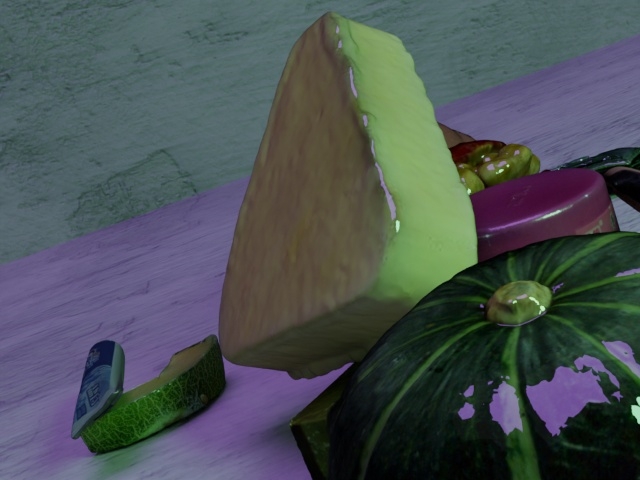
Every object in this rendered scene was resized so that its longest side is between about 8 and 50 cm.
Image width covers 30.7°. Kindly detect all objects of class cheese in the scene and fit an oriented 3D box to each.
[{"bbox_3d":[-0.001,-0.001,1.173,0.104,0.384,0.384,13,-1,-24],"label":"cheese"}]

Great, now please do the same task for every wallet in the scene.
[{"bbox_3d":[0.377,-0.093,1.787,0.236,0.055,0.160,-13,7,28],"label":"wallet"}]

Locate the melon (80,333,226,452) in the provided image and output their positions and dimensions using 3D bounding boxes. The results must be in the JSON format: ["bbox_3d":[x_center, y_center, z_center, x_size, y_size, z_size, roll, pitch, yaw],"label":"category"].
[{"bbox_3d":[-0.199,0.192,1.427,0.209,0.064,0.118,-26,15,-18],"label":"melon"}]

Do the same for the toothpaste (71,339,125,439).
[{"bbox_3d":[-0.265,0.171,1.419,0.069,0.047,0.268,-15,13,-5],"label":"toothpaste"}]

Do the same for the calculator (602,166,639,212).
[{"bbox_3d":[0.372,0.009,1.027,0.048,0.220,0.330,-60,20,8],"label":"calculator"}]

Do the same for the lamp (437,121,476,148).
[{"bbox_3d":[0.101,-0.038,1.548,0.305,0.240,0.305,15,-7,2],"label":"lamp"}]

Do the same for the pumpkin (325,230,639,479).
[{"bbox_3d":[0.160,0.132,0.738,0.323,0.241,0.323,-22,12,5],"label":"pumpkin"}]

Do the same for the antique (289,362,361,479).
[{"bbox_3d":[0.066,0.155,1.141,0.081,0.080,0.221,-12,15,34],"label":"antique"}]

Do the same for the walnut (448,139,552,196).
[{"bbox_3d":[0.153,-0.007,1.295,0.269,0.244,0.221,-42,59,-17],"label":"walnut"}]

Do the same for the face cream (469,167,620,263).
[{"bbox_3d":[0.211,0.049,1.115,0.175,0.195,0.175,-19,13,5],"label":"face cream"}]
